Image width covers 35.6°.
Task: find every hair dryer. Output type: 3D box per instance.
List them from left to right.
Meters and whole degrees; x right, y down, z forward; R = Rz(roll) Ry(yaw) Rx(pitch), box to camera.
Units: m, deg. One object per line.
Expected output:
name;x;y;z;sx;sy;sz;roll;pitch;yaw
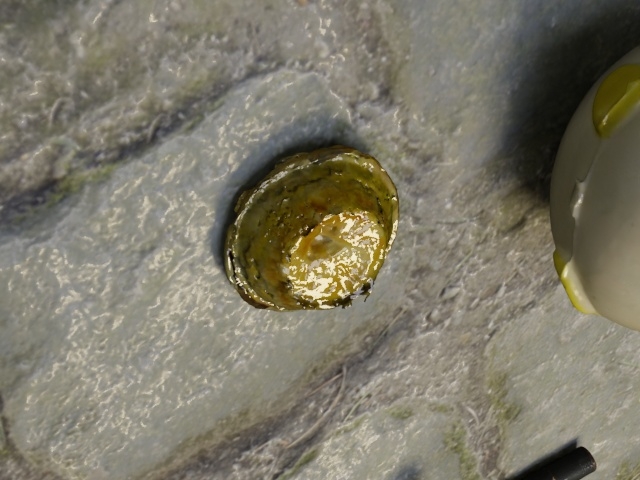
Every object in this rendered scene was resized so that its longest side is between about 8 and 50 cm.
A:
hair dryer;0.357;0.436;1.604;0.173;0.050;0.195;-21;130;-18

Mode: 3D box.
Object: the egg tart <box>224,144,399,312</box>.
egg tart;0.001;0.000;1.072;0.212;0.090;0.212;-14;123;-22

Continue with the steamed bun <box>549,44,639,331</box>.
steamed bun;0.431;-0.065;1.164;0.334;0.334;0.374;-10;123;-28
